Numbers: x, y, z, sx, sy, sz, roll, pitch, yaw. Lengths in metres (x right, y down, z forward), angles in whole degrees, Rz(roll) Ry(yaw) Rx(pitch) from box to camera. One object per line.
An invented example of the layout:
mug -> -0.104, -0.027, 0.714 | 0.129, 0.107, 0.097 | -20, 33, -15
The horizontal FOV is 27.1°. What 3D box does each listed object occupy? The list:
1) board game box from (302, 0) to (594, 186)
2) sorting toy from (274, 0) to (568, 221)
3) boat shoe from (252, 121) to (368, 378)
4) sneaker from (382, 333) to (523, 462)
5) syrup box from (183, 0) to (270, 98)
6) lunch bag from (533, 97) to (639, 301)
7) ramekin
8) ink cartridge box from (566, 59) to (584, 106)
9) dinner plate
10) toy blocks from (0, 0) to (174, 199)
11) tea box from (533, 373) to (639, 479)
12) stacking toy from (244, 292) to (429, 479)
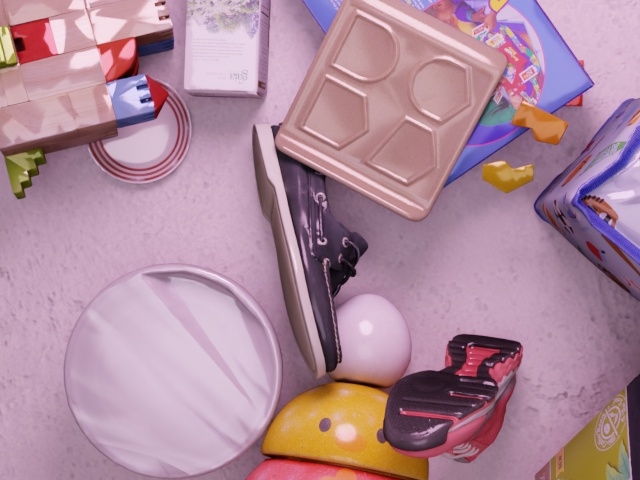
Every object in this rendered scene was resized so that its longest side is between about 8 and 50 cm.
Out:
board game box -> 0.143, -0.266, 1.635 | 0.233, 0.078, 0.347 | -34, 89, 14
sorting toy -> 0.126, -0.145, 1.597 | 0.307, 0.041, 0.229 | 29, 98, 7
boat shoe -> -0.001, 0.001, 1.633 | 0.113, 0.127, 0.340 | -9, 61, -11
sneaker -> 0.171, 0.216, 1.586 | 0.116, 0.314, 0.136 | 7, 106, 26
syrup box -> -0.114, -0.298, 1.663 | 0.093, 0.096, 0.236 | 3, 95, 5
lunch bag -> 0.474, 0.005, 1.535 | 0.385, 0.328, 0.239 | 42, 94, 2
ramekin -> -0.178, 0.158, 1.684 | 0.273, 0.127, 0.272 | 0, 94, 4
ink cartridge box -> 0.276, -0.200, 1.678 | 0.115, 0.029, 0.062 | 1, 95, 5
dinner plate -> -0.236, -0.144, 1.721 | 0.141, 0.017, 0.141 | 0, 93, 4
toy blocks -> -0.301, -0.271, 1.651 | 0.261, 0.191, 0.381 | -14, 84, -8
tea box -> 0.462, 0.325, 1.506 | 0.329, 0.220, 0.323 | 22, 133, -14
stacking toy -> 0.018, 0.298, 1.632 | 0.351, 0.350, 0.479 | 7, 77, 3
